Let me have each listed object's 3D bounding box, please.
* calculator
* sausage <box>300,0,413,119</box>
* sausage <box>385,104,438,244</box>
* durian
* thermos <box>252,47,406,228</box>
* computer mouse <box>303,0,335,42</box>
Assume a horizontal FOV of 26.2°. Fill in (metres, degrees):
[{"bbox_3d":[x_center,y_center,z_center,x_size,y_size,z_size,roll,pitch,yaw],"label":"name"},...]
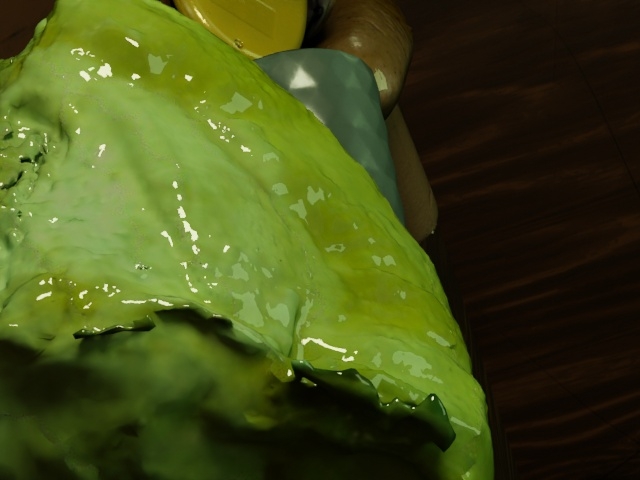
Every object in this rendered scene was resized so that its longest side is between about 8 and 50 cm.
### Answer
[{"bbox_3d":[-0.072,-0.235,1.223,0.146,0.032,0.235,28,40,-26],"label":"calculator"},{"bbox_3d":[0.030,-0.232,1.538,0.501,0.136,0.123,-104,-169,-66],"label":"sausage"},{"bbox_3d":[0.058,-0.102,1.686,0.123,0.123,0.253,-97,167,-45],"label":"sausage"},{"bbox_3d":[-0.047,0.040,0.609,0.256,0.204,0.339,48,24,-43],"label":"durian"},{"bbox_3d":[0.000,0.000,1.139,0.182,0.145,0.286,74,5,-67],"label":"thermos"},{"bbox_3d":[-0.056,-0.349,1.370,0.310,0.072,0.158,66,-23,5],"label":"computer mouse"}]
